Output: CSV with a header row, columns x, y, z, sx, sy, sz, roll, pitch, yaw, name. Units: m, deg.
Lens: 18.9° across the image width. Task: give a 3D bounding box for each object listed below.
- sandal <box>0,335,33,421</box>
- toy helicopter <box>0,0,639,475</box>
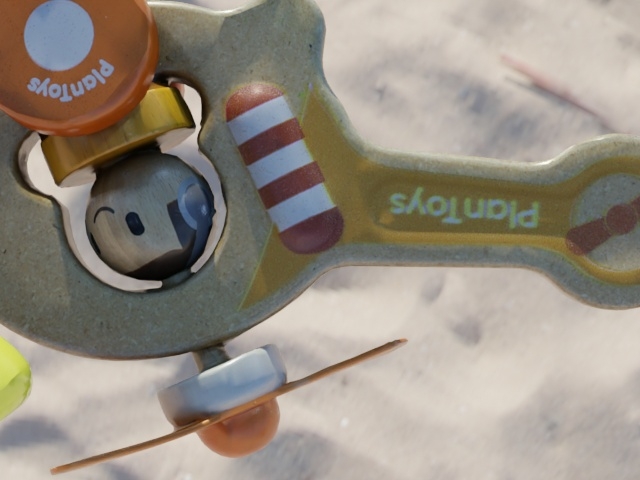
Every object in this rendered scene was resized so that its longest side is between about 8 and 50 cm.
x,y,z,sx,sy,sz,roll,pitch,yaw,name
-0.270,0.053,0.761,0.317,0.126,0.138,-20,93,15,sandal
0.000,0.000,0.902,0.355,0.140,0.235,4,84,2,toy helicopter
